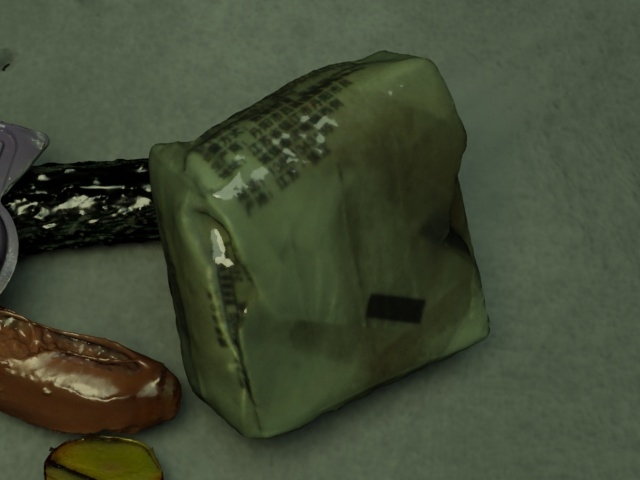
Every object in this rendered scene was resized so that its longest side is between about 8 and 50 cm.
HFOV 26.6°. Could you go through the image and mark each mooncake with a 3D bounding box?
[{"bbox_3d":[-0.004,-0.001,1.039,0.254,0.136,0.250,-23,115,-22],"label":"mooncake"}]

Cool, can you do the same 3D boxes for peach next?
[{"bbox_3d":[-0.165,0.185,1.023,0.083,0.050,0.077,0,34,-25],"label":"peach"}]

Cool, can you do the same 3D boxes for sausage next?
[{"bbox_3d":[-0.262,0.075,1.045,0.326,0.079,0.087,25,77,5],"label":"sausage"}]

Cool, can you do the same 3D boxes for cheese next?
[{"bbox_3d":[-0.273,-0.014,1.022,0.105,0.042,0.191,14,61,-1],"label":"cheese"}]

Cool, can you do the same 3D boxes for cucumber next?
[{"bbox_3d":[-0.152,-0.030,1.112,0.303,0.072,0.081,-5,54,-11],"label":"cucumber"}]
